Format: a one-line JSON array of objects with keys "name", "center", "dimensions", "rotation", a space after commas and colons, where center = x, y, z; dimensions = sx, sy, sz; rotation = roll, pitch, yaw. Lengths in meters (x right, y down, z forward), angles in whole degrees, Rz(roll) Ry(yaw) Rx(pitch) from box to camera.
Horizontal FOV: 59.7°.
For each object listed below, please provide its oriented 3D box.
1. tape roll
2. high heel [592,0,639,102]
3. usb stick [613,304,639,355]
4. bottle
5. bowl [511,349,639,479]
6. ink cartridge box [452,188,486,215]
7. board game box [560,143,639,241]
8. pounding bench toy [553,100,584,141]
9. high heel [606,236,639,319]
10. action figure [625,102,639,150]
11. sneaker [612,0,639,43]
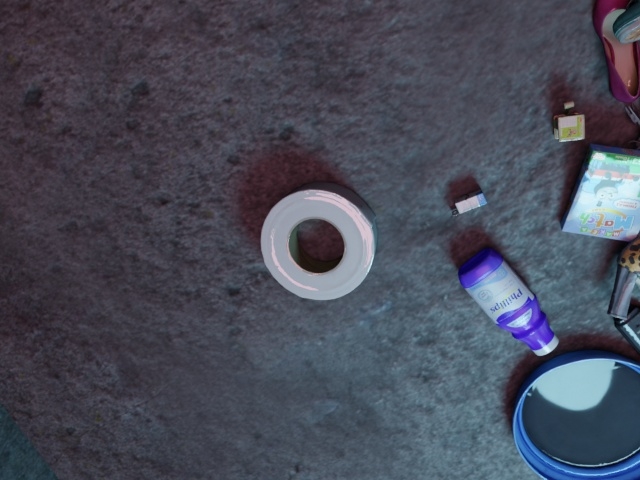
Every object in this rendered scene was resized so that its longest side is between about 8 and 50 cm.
[{"name": "tape roll", "center": [0.000, 0.000, 1.385], "dimensions": [0.286, 0.100, 0.286], "rotation": [3, 107, 11]}, {"name": "high heel", "center": [0.608, -0.403, 1.126], "dimensions": [0.082, 0.117, 0.244], "rotation": [-4, 106, 13]}, {"name": "usb stick", "center": [0.814, 0.273, 1.333], "dimensions": [0.077, 0.045, 0.278], "rotation": [-41, 95, 16]}, {"name": "bottle", "center": [0.458, 0.154, 1.342], "dimensions": [0.118, 0.092, 0.283], "rotation": [-39, 96, 18]}, {"name": "bowl", "center": [0.681, 0.452, 1.400], "dimensions": [0.391, 0.077, 0.391], "rotation": [3, 107, 10]}, {"name": "ink cartridge box", "center": [0.345, -0.089, 1.313], "dimensions": [0.083, 0.048, 0.028], "rotation": [-22, 101, 16]}, {"name": "board game box", "center": [0.641, -0.101, 1.222], "dimensions": [0.160, 0.039, 0.212], "rotation": [9, 129, 8]}, {"name": "pounding bench toy", "center": [0.538, -0.262, 1.212], "dimensions": [0.052, 0.065, 0.083], "rotation": [-5, 106, 14]}, {"name": "high heel", "center": [0.790, 0.102, 1.254], "dimensions": [0.261, 0.093, 0.186], "rotation": [10, 96, -4]}, {"name": "action figure", "center": [0.751, -0.275, 1.120], "dimensions": [0.185, 0.099, 0.285], "rotation": [43, 129, -1]}, {"name": "sneaker", "center": [0.674, -0.503, 1.076], "dimensions": [0.302, 0.108, 0.121], "rotation": [-35, 79, -2]}]
